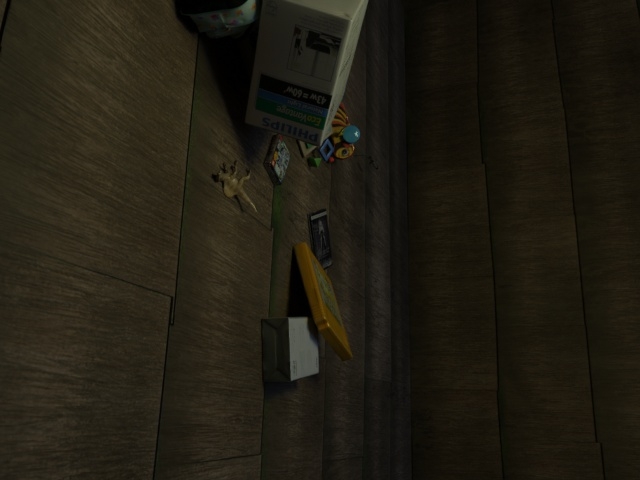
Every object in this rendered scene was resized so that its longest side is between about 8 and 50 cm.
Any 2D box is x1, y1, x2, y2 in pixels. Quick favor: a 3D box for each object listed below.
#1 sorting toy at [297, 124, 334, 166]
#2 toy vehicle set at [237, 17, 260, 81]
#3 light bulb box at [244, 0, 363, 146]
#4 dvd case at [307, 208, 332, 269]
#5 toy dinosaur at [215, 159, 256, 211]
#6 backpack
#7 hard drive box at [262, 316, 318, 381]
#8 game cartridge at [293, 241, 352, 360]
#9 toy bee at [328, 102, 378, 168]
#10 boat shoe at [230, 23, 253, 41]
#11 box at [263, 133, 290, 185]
[{"bbox_3d":[-0.021,-0.417,2.041,0.196,0.047,0.348,-48,135,-32],"label":"sorting toy"},{"bbox_3d":[-0.170,-0.517,1.753,0.166,0.035,0.267,-70,149,-49],"label":"toy vehicle set"},{"bbox_3d":[-0.028,-0.516,1.568,0.358,0.225,0.361,-70,178,-49],"label":"light bulb box"},{"bbox_3d":[0.000,0.000,2.137,0.164,0.018,0.221,-27,111,-68],"label":"dvd case"},{"bbox_3d":[-0.224,-0.152,1.527,0.183,0.053,0.093,42,62,-52],"label":"toy dinosaur"},{"bbox_3d":[-0.227,-0.584,1.387,0.144,0.188,0.166,40,48,-63],"label":"backpack"},{"bbox_3d":[-0.085,0.319,1.725,0.232,0.089,0.181,20,67,-68],"label":"hard drive box"},{"bbox_3d":[0.012,0.204,1.913,0.285,0.052,0.324,58,10,-52],"label":"game cartridge"},{"bbox_3d":[0.085,-0.390,2.294,0.298,0.162,0.195,59,-4,17],"label":"toy bee"},{"bbox_3d":[-0.207,-0.636,1.610,0.069,0.081,0.228,47,40,-54],"label":"boat shoe"},{"bbox_3d":[-0.134,-0.253,1.806,0.094,0.027,0.137,63,30,-45],"label":"box"}]
